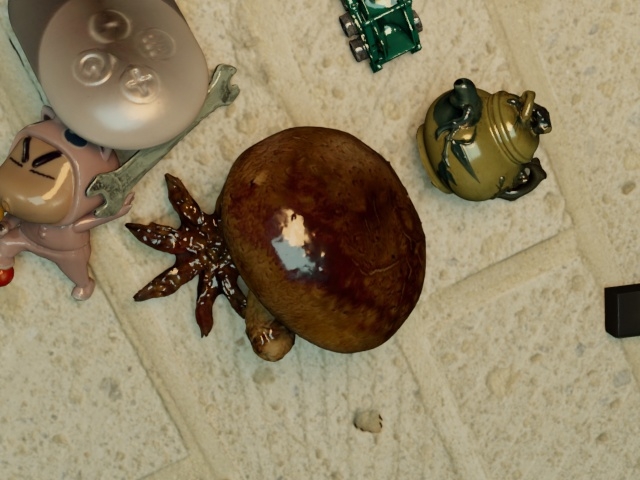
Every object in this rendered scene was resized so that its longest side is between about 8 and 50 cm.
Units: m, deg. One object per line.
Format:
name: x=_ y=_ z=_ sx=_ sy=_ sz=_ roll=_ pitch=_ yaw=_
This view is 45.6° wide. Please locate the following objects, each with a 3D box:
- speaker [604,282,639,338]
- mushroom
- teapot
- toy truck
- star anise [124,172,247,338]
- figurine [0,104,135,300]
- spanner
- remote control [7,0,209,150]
speaker: x=0.591 y=0.109 z=1.278 sx=0.218 sy=0.044 sz=0.082 roll=-6 pitch=102 yaw=-5
mushroom: x=0.020 y=-0.005 z=1.075 sx=0.239 sy=0.345 sz=0.345 roll=6 pitch=102 yaw=24
teapot: x=0.257 y=-0.146 z=1.124 sx=0.182 sy=0.173 sz=0.269 roll=-22 pitch=136 yaw=35
toy truck: x=0.074 y=-0.359 z=1.100 sx=0.110 sy=0.116 sz=0.216 roll=-26 pitch=102 yaw=0
star anise: x=-0.162 y=0.024 z=1.170 sx=0.288 sy=0.088 sz=0.288 roll=-1 pitch=103 yaw=-6
figurine: x=-0.386 y=-0.041 z=1.097 sx=0.176 sy=0.186 sz=0.287 roll=29 pitch=115 yaw=13
spanner: x=-0.220 y=-0.145 z=1.097 sx=0.302 sy=0.017 sz=0.071 roll=-47 pitch=138 yaw=-21
remote control: x=-0.291 y=-0.274 z=1.049 sx=0.221 sy=0.103 sz=0.332 roll=-26 pitch=78 yaw=-20
